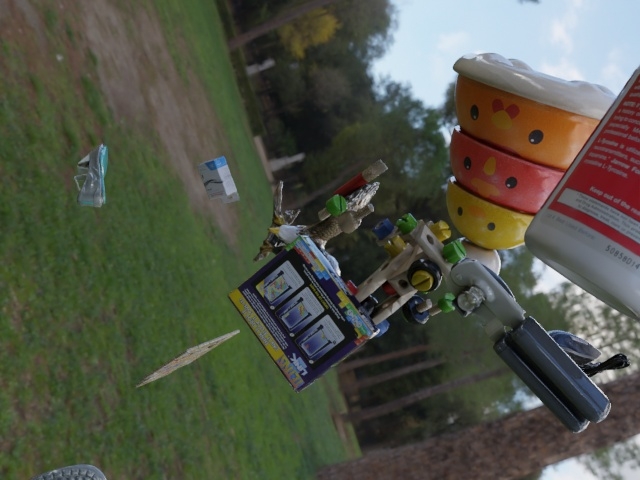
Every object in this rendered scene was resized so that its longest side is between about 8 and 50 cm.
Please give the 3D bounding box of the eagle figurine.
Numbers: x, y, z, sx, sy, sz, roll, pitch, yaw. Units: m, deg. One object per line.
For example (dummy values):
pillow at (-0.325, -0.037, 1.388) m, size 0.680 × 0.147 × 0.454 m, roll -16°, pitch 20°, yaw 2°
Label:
eagle figurine at (-0.008, 0.001, 1.556) m, size 0.298 × 0.225 × 0.227 m, roll 3°, pitch -68°, yaw 42°

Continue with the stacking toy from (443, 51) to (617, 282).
stacking toy at (0.366, -0.101, 1.501) m, size 0.351 × 0.350 × 0.480 m, roll -107°, pitch -149°, yaw -70°

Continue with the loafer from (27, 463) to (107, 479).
loafer at (-0.421, 0.384, 1.063) m, size 0.095 × 0.251 × 0.087 m, roll 69°, pitch -20°, yaw -1°

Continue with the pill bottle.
pill bottle at (0.474, -0.105, 1.014) m, size 0.229 × 0.408 × 0.229 m, roll 33°, pitch 4°, yaw -3°

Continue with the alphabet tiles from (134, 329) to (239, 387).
alphabet tiles at (-0.329, 0.286, 1.814) m, size 0.198 × 0.237 × 0.009 m, roll -15°, pitch 74°, yaw -59°

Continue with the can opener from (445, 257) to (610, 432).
can opener at (0.281, 0.131, 1.040) m, size 0.280 × 0.093 × 0.074 m, roll 51°, pitch -43°, yaw 11°

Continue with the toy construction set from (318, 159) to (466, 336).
toy construction set at (0.156, -0.003, 1.380) m, size 0.257 × 0.237 × 0.309 m, roll -20°, pitch 79°, yaw -46°

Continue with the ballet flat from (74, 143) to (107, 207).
ballet flat at (-0.506, -0.149, 1.682) m, size 0.213 × 0.068 × 0.072 m, roll -106°, pitch -161°, yaw -50°

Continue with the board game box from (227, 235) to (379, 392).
board game box at (-0.024, 0.102, 1.066) m, size 0.170 × 0.141 × 0.048 m, roll 54°, pitch 14°, yaw 10°

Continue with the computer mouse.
computer mouse at (0.546, 0.257, 1.730) m, size 0.184 × 0.261 × 0.060 m, roll 139°, pitch -40°, yaw -56°

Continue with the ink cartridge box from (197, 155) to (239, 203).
ink cartridge box at (-0.182, -0.103, 1.360) m, size 0.028 × 0.048 × 0.083 m, roll -33°, pitch 107°, yaw -48°
